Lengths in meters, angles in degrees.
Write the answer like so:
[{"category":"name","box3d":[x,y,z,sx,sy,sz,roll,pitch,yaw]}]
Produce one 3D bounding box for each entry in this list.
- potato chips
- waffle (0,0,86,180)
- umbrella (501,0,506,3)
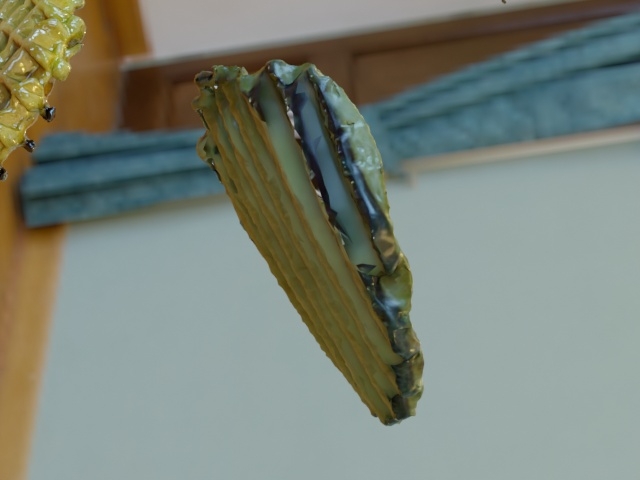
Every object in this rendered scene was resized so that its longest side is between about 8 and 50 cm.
[{"category":"potato chips","box3d":[0.000,0.000,2.042,0.429,0.070,0.358,62,-21,-3]},{"category":"waffle","box3d":[-0.360,-0.156,2.085,0.062,0.329,0.329,35,35,-30]},{"category":"umbrella","box3d":[0.156,-0.210,1.549,0.083,0.020,0.031,-46,135,-48]}]
